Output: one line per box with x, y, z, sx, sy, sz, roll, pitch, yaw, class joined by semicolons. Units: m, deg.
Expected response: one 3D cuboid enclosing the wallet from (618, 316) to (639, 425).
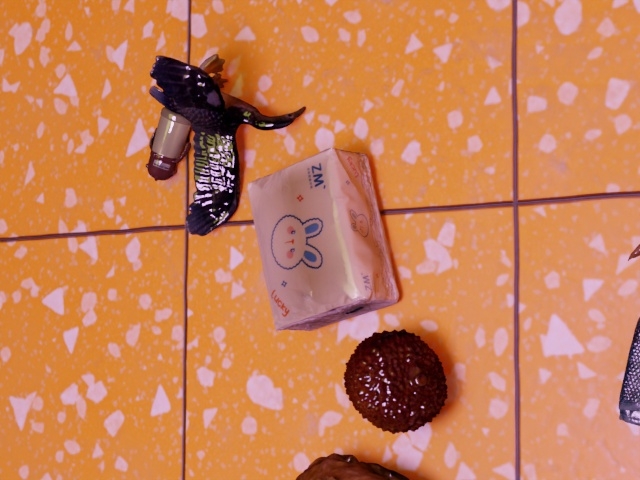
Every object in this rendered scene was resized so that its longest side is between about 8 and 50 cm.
0.367;0.138;1.500;0.088;0.026;0.129;13;92;35;wallet

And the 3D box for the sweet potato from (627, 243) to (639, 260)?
0.405;-0.026;1.470;0.195;0.056;0.056;-34;67;19;sweet potato

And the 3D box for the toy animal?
-0.127;-0.175;1.824;0.197;0.272;0.160;-21;49;-6;toy animal

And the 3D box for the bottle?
-0.209;-0.130;1.922;0.063;0.047;0.101;42;116;60;bottle

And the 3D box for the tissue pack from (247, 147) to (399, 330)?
0.000;0.000;1.732;0.148;0.092;0.196;-21;73;32;tissue pack

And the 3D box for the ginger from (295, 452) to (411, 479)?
0.079;0.353;1.603;0.165;0.172;0.321;-32;58;-15;ginger

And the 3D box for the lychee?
0.086;0.163;1.644;0.123;0.129;0.123;0;93;-8;lychee
